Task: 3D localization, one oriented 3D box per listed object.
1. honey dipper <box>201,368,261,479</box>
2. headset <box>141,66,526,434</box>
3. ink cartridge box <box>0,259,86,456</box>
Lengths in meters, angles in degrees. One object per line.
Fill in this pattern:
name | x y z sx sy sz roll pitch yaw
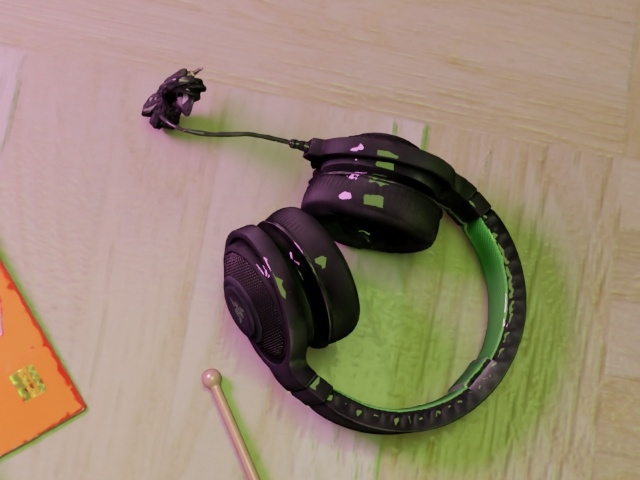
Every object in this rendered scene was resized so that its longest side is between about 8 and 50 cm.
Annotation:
honey dipper | -0.069 0.185 1.404 0.030 0.030 0.160 -22 75 -12
headset | 0.000 0.000 1.433 0.394 0.185 0.243 46 69 -8
ink cartridge box | -0.369 0.088 1.373 0.239 0.060 0.275 -30 85 -13
